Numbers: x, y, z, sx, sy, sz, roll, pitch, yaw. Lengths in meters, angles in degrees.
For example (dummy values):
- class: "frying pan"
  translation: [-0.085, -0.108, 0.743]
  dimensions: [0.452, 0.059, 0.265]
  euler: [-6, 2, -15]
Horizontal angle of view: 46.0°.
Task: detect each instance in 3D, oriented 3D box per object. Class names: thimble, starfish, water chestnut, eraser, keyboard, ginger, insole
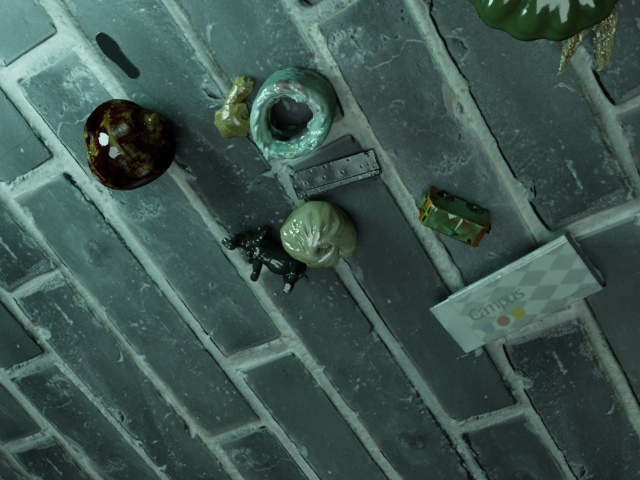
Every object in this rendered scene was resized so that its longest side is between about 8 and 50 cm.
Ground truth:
- class: "thimble"
  translation: [-0.068, -0.289, 1.751]
  dimensions: [0.185, 0.149, 0.211]
  euler: [32, 121, -10]
- class: "starfish"
  translation: [0.563, -0.475, 1.541]
  dimensions: [0.302, 0.084, 0.293]
  euler: [24, 119, 5]
- class: "water chestnut"
  translation: [-0.478, -0.225, 1.837]
  dimensions: [0.238, 0.223, 0.223]
  euler: [-18, 116, 38]
- class: "eraser"
  translation: [0.501, 0.141, 1.929]
  dimensions: [0.397, 0.082, 0.213]
  euler: [-32, 109, 26]
- class: "keyboard"
  translation: [0.036, -0.166, 1.878]
  dimensions: [0.231, 0.023, 0.072]
  euler: [-15, 109, 19]
- class: "ginger"
  translation: [-0.196, -0.310, 1.811]
  dimensions: [0.096, 0.067, 0.165]
  euler: [40, 123, 13]
- class: "insole"
  translation: [-0.493, -0.447, 1.828]
  dimensions: [0.045, 0.002, 0.135]
  euler: [-35, 108, 28]

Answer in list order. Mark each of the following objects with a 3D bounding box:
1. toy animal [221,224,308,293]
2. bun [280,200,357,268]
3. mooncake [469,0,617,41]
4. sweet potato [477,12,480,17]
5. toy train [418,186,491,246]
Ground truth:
- class: "toy animal"
  translation: [-0.145, 0.048, 1.970]
  dimensions: [0.245, 0.146, 0.114]
  euler: [38, 114, -13]
- class: "bun"
  translation: [0.000, 0.000, 1.914]
  dimensions: [0.178, 0.128, 0.193]
  euler: [-38, 112, 17]
- class: "mooncake"
  translation: [0.418, -0.545, 1.417]
  dimensions: [0.351, 0.187, 0.351]
  euler: [6, 113, 16]
- class: "sweet potato"
  translation: [0.333, -0.526, 1.587]
  dimensions: [0.049, 0.049, 0.117]
  euler: [-3, 118, 13]
- class: "toy train"
  translation: [0.329, -0.057, 1.836]
  dimensions: [0.188, 0.099, 0.072]
  euler: [24, 122, -2]
